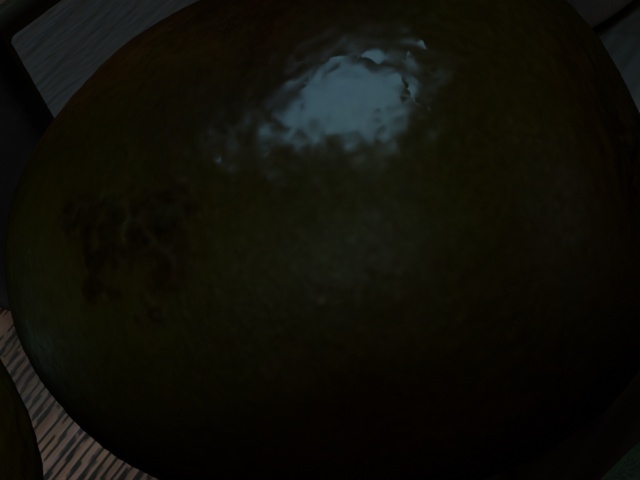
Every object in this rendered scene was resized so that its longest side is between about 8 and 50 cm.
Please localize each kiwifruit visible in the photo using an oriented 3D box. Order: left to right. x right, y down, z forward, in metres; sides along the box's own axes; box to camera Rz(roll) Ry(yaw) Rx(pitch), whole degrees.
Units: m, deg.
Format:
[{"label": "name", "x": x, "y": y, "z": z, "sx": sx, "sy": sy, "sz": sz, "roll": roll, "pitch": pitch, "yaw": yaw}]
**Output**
[{"label": "kiwifruit", "x": 0.000, "y": 0.000, "z": 0.456, "sx": 0.234, "sy": 0.196, "sz": 0.196, "roll": -11, "pitch": 38, "yaw": 23}]

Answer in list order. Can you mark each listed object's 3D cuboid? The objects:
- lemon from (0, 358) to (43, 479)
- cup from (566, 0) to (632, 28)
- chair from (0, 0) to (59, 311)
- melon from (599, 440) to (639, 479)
[{"label": "lemon", "x": -0.225, "y": 0.100, "z": 0.404, "sx": 0.293, "sy": 0.293, "sz": 0.293, "roll": -19, "pitch": 35, "yaw": 14}, {"label": "cup", "x": 0.037, "y": -0.255, "z": 0.685, "sx": 0.288, "sy": 0.273, "sz": 0.208, "roll": 16, "pitch": 54, "yaw": 46}, {"label": "chair", "x": -0.158, "y": -0.031, "z": 0.615, "sx": 0.166, "sy": 0.188, "sz": 0.272, "roll": 5, "pitch": 43, "yaw": 40}, {"label": "melon", "x": 0.119, "y": 0.088, "z": 0.338, "sx": 0.131, "sy": 0.098, "sz": 0.098, "roll": -38, "pitch": 35, "yaw": -6}]
